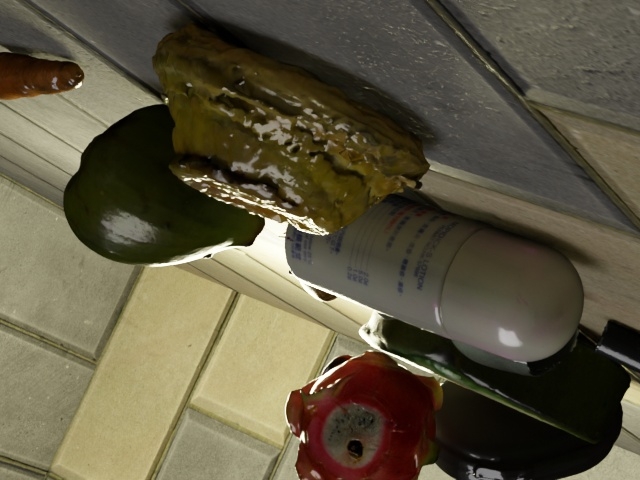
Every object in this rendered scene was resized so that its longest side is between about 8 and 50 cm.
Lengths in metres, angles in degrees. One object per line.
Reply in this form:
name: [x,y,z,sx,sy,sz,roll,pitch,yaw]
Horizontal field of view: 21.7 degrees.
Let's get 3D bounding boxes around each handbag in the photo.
handbag: [0.306,0.278,2.524,0.308,0.093,0.254,-13,-149,-17]

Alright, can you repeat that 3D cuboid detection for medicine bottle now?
medicine bottle: [0.126,0.032,1.791,0.341,0.130,0.130,19,171,38]

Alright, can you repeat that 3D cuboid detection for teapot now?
teapot: [0.005,0.050,2.660,0.121,0.076,0.068,-8,-152,-39]

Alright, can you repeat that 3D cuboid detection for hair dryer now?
hair dryer: [0.419,0.138,1.967,0.173,0.050,0.195,23,169,7]

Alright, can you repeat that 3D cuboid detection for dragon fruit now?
dragon fruit: [0.064,0.263,2.354,0.224,0.224,0.227,22,-178,20]

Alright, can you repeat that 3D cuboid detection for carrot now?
carrot: [-0.338,-0.198,2.005,0.061,0.061,0.210,29,168,-33]

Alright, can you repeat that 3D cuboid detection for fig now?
fig: [-0.174,-0.049,1.930,0.225,0.203,0.203,32,173,-8]

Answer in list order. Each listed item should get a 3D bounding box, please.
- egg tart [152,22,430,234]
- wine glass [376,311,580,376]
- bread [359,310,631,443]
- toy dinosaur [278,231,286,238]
egg tart: [-0.042,-0.084,1.503,0.294,0.123,0.294,25,175,2]
wine glass: [0.181,0.076,1.983,0.241,0.126,0.126,21,173,41]
bread: [0.253,0.160,2.356,0.382,0.129,0.366,25,177,-10]
toy dinosaur: [0.000,0.000,2.293,0.117,0.070,0.288,22,168,27]
